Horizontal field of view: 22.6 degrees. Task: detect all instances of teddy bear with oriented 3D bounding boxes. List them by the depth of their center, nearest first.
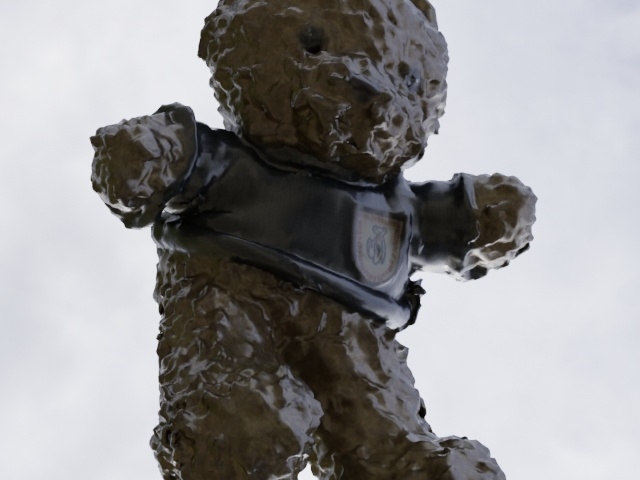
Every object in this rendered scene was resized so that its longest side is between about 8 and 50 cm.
[{"bbox_3d":[-0.012,0.007,0.642,0.129,0.182,0.251,-25,-126,53],"label":"teddy bear"}]
